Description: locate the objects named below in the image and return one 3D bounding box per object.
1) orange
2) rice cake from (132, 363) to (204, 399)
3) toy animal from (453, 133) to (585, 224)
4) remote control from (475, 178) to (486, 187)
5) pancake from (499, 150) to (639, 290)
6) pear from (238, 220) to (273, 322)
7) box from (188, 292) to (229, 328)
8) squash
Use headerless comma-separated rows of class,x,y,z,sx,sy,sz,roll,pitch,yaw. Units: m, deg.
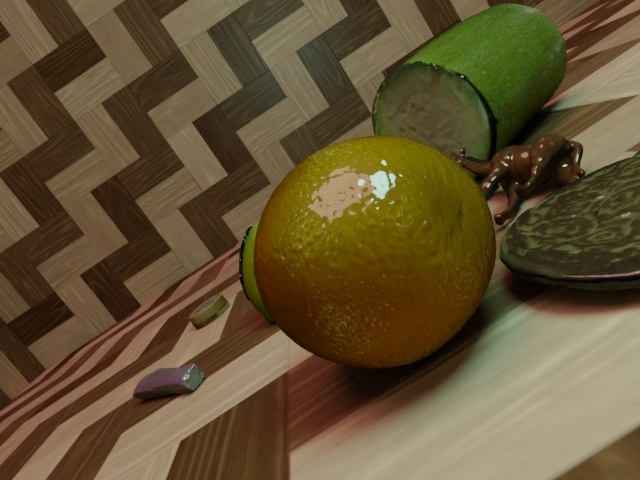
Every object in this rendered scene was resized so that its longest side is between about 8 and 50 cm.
orange,0.046,0.011,0.436,0.236,0.236,0.236,-33,11,7
rice cake,-0.271,0.250,0.796,0.207,0.036,0.047,-23,20,42
toy animal,0.254,-0.095,0.648,0.224,0.066,0.229,-23,25,42
remote control,0.208,-0.079,0.803,0.073,0.044,0.229,-36,11,-25
pancake,0.275,-0.032,0.394,0.250,0.031,0.250,-31,14,8
pear,0.000,0.000,0.785,0.292,0.159,0.292,-30,13,8
box,-0.282,0.177,1.149,0.106,0.037,0.105,-33,11,7
squash,0.301,-0.296,0.916,0.384,0.263,0.263,-42,13,-34
